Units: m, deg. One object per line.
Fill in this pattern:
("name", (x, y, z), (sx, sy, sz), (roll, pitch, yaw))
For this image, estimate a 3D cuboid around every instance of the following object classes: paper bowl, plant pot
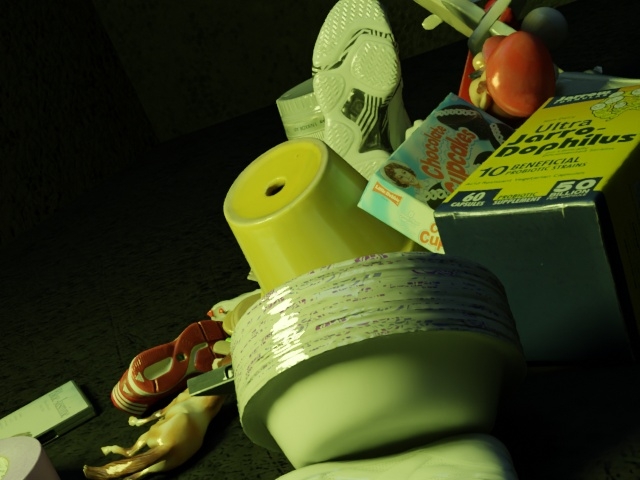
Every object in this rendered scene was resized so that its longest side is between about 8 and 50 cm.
("paper bowl", (0.060, 0.142, 1.086), (0.284, 0.284, 0.148), (-20, 57, 15))
("plant pot", (0.000, 0.000, 1.500), (0.254, 0.239, 0.254), (-26, 35, 19))

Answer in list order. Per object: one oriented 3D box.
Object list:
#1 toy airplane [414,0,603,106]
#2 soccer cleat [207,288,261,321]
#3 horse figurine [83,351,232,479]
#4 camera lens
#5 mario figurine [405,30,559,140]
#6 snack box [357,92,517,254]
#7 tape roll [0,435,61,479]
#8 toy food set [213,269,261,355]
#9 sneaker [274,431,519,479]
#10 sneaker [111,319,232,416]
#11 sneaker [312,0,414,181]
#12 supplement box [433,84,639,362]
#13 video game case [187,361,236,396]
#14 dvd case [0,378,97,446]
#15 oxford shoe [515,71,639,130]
("toy airplane", (0.339, -0.339, 1.977), (0.272, 0.386, 0.384), (-42, 21, -20))
("soccer cleat", (-0.096, 0.106, 1.760), (0.196, 0.068, 0.076), (-10, 11, 43))
("horse figurine", (-0.198, 0.244, 1.449), (0.174, 0.066, 0.263), (-23, 12, 27))
("camera lens", (0.066, -0.172, 2.039), (0.219, 0.274, 0.219), (-22, 15, 6))
("mario figurine", (0.250, -0.204, 1.726), (0.198, 0.170, 0.320), (-57, -5, -44))
("snack box", (0.195, -0.081, 1.494), (0.322, 0.187, 0.060), (-48, -13, -54))
("tape roll", (-0.460, 0.361, 1.406), (0.275, 0.090, 0.275), (-23, 15, 7))
("toy food set", (-0.075, 0.123, 1.635), (0.132, 0.038, 0.192), (13, 40, 8))
("sneaker", (0.037, 0.261, 0.953), (0.292, 0.108, 0.169), (-22, 12, 4))
("sneaker", (-0.215, 0.187, 1.627), (0.221, 0.087, 0.128), (-11, -19, -45))
("sneaker", (0.078, -0.206, 1.788), (0.137, 0.366, 0.210), (-3, 7, 12))
("supplement box", (0.314, -0.031, 1.308), (0.194, 0.195, 0.356), (-4, 25, 36))
("video game case", (0.003, 0.137, 1.302), (0.196, 0.026, 0.274), (5, -24, -45))
("dvd case", (-0.481, 0.307, 1.746), (0.253, 0.022, 0.180), (-29, 16, -16))
("oxford shoe", (0.420, -0.169, 1.721), (0.130, 0.169, 0.449), (-36, 24, -31))
